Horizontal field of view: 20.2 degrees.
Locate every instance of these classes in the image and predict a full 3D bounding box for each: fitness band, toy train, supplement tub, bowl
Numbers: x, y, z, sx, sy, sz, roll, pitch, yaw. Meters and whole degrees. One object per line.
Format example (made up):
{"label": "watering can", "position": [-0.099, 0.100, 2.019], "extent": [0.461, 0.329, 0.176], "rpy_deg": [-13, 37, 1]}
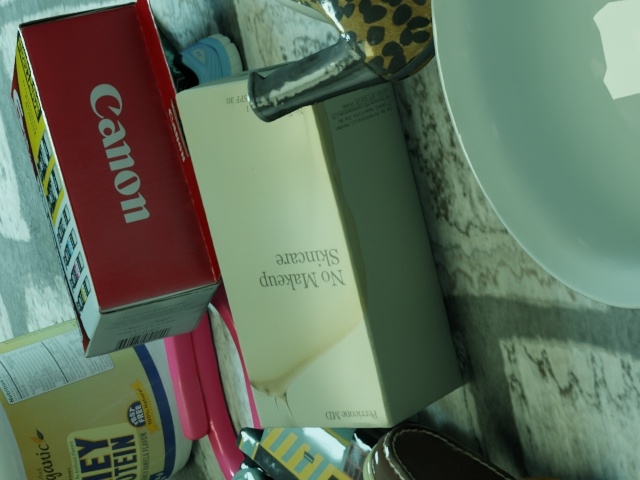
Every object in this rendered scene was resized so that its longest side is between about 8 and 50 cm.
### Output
{"label": "fitness band", "position": [-0.095, 0.165, 1.973], "extent": [0.209, 0.054, 0.291], "rpy_deg": [17, 123, 56]}
{"label": "toy train", "position": [0.025, 0.236, 1.668], "extent": [0.334, 0.142, 0.190], "rpy_deg": [31, 105, 59]}
{"label": "supplement tub", "position": [-0.338, 0.226, 2.176], "extent": [0.228, 0.316, 0.228], "rpy_deg": [43, 142, 45]}
{"label": "bowl", "position": [0.204, -0.116, 1.102], "extent": [0.298, 0.134, 0.298], "rpy_deg": [41, 140, 46]}

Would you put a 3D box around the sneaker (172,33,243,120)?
{"label": "sneaker", "position": [-0.109, -0.119, 1.781], "extent": [0.063, 0.073, 0.162], "rpy_deg": [-1, 105, 63]}

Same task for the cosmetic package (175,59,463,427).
{"label": "cosmetic package", "position": [0.000, 0.000, 1.553], "extent": [0.160, 0.113, 0.309], "rpy_deg": [-7, 101, 41]}

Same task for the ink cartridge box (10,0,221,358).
{"label": "ink cartridge box", "position": [-0.209, -0.068, 1.813], "extent": [0.272, 0.130, 0.309], "rpy_deg": [125, 129, -70]}

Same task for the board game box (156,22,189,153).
{"label": "board game box", "position": [-0.180, -0.144, 1.958], "extent": [0.126, 0.026, 0.186], "rpy_deg": [52, 148, 35]}

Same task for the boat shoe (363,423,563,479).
{"label": "boat shoe", "position": [0.175, 0.232, 1.401], "extent": [0.342, 0.123, 0.123], "rpy_deg": [40, 131, 35]}

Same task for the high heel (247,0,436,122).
{"label": "high heel", "position": [0.019, -0.235, 1.408], "extent": [0.186, 0.093, 0.261], "rpy_deg": [-18, 69, 33]}
